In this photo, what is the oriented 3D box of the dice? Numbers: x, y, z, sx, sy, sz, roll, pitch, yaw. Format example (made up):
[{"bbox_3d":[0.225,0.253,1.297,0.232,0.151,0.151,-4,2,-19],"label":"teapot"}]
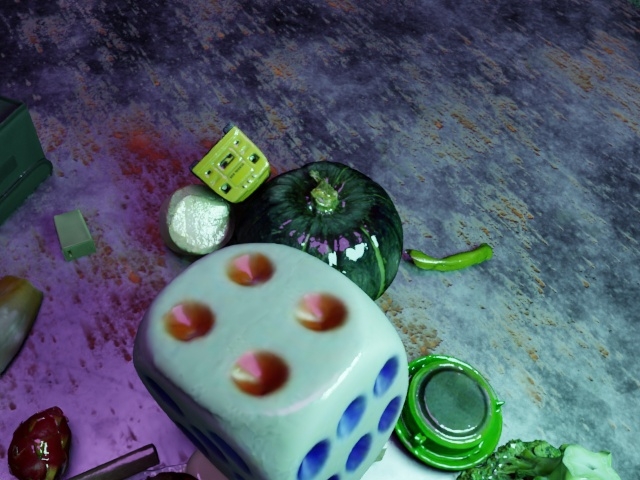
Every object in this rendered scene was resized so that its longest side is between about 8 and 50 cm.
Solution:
[{"bbox_3d":[-0.066,0.200,0.835,0.304,0.304,0.277,29,54,32],"label":"dice"}]

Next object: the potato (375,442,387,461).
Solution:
[{"bbox_3d":[0.074,0.319,0.986,0.061,0.086,0.122,-4,50,-9],"label":"potato"}]

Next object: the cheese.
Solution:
[{"bbox_3d":[-0.197,0.380,0.918,0.234,0.050,0.127,-6,56,-14],"label":"cheese"}]

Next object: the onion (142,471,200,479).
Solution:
[{"bbox_3d":[-0.231,0.469,0.759,0.313,0.232,0.314,-11,46,12],"label":"onion"}]

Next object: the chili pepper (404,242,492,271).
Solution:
[{"bbox_3d":[0.279,0.039,1.236,0.201,0.050,0.052,-4,17,-16],"label":"chili pepper"}]

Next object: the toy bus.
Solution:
[{"bbox_3d":[-0.167,-0.141,1.139,0.123,0.335,0.121,42,89,-4],"label":"toy bus"}]

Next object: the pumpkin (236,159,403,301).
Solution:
[{"bbox_3d":[0.000,0.000,1.099,0.323,0.241,0.323,5,51,-6],"label":"pumpkin"}]

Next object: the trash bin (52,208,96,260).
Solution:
[{"bbox_3d":[-0.498,-0.014,1.152,0.060,0.043,0.092,-21,60,-22],"label":"trash bin"}]

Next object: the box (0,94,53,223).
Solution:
[{"bbox_3d":[-0.747,-0.130,1.093,0.251,0.205,0.345,21,55,6],"label":"box"}]

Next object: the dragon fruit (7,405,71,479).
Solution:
[{"bbox_3d":[-0.433,0.354,0.881,0.094,0.094,0.191,-4,68,-12],"label":"dragon fruit"}]

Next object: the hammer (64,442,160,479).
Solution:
[{"bbox_3d":[-0.415,0.389,0.830,0.365,0.043,0.111,-20,91,-14],"label":"hammer"}]

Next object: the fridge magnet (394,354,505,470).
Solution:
[{"bbox_3d":[0.225,0.299,1.019,0.207,0.088,0.208,4,55,-6],"label":"fridge magnet"}]

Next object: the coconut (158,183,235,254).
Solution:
[{"bbox_3d":[-0.251,-0.039,1.150,0.147,0.152,0.147,0,90,-22],"label":"coconut"}]

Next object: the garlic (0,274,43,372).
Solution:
[{"bbox_3d":[-0.608,0.179,0.975,0.143,0.112,0.318,26,45,13],"label":"garlic"}]

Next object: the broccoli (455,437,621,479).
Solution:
[{"bbox_3d":[0.351,0.420,0.859,0.307,0.275,0.308,7,23,-3],"label":"broccoli"}]
